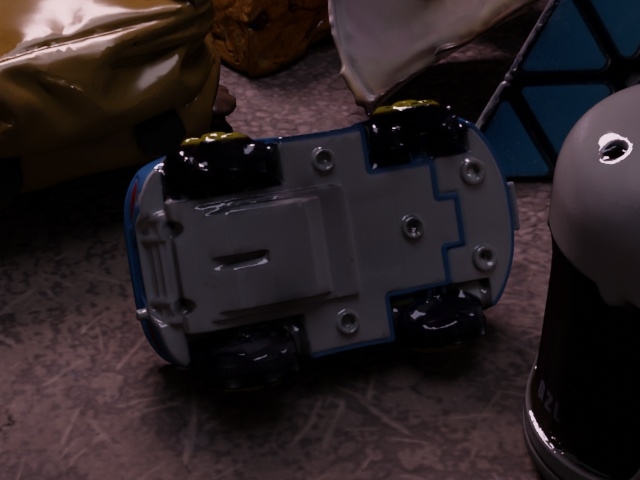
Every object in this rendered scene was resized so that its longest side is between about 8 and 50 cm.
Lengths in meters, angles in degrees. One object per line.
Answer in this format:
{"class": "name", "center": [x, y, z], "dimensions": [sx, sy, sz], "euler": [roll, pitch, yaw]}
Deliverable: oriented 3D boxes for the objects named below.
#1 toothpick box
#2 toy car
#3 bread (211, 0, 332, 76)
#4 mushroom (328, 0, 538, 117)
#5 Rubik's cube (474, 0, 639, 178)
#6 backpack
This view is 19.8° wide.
{"class": "toothpick box", "center": [0.266, 0.025, 1.267], "dimensions": [0.229, 0.316, 0.229], "euler": [1, 35, -1]}
{"class": "toy car", "center": [0.000, 0.000, 1.432], "dimensions": [0.314, 0.198, 0.166], "euler": [-12, 6, -19]}
{"class": "bread", "center": [-0.056, -0.266, 1.821], "dimensions": [0.143, 0.149, 0.158], "euler": [-24, 36, -33]}
{"class": "mushroom", "center": [0.115, -0.259, 1.716], "dimensions": [0.236, 0.162, 0.173], "euler": [-31, 9, 25]}
{"class": "Rubik's cube", "center": [0.266, -0.165, 1.677], "dimensions": [0.229, 0.228, 0.233], "euler": [-18, -25, 41]}
{"class": "backpack", "center": [-0.260, -0.175, 1.632], "dimensions": [0.353, 0.201, 0.378], "euler": [-11, 35, -17]}
